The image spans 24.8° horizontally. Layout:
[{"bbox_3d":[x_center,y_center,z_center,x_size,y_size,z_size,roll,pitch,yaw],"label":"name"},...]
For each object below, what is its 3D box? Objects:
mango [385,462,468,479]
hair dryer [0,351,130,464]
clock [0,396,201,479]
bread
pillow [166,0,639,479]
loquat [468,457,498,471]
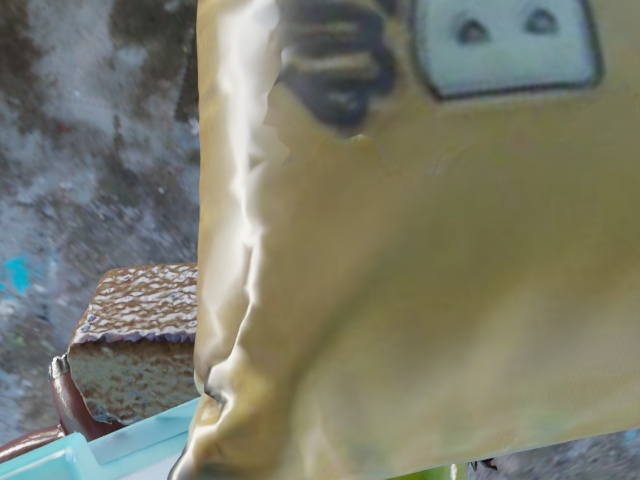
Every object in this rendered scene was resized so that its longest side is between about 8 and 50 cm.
[{"bbox_3d":[0.067,0.176,1.147,0.091,0.137,0.238,1,87,-5],"label":"mango"},{"bbox_3d":[-0.303,0.292,1.747,0.340,0.123,0.313,-24,98,24],"label":"hair dryer"},{"bbox_3d":[-0.176,0.182,0.714,0.262,0.231,0.116,-23,85,10],"label":"clock"},{"bbox_3d":[-0.022,0.097,1.393,0.416,0.165,0.113,-1,120,11],"label":"bread"},{"bbox_3d":[0.106,-0.093,0.382,0.312,0.119,0.310,-3,76,-9],"label":"pillow"},{"bbox_3d":[0.147,0.168,1.705,0.176,0.187,0.234,-29,75,-3],"label":"loquat"}]
